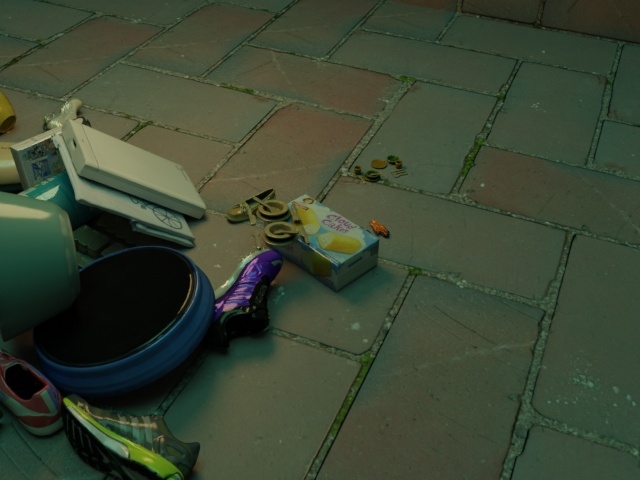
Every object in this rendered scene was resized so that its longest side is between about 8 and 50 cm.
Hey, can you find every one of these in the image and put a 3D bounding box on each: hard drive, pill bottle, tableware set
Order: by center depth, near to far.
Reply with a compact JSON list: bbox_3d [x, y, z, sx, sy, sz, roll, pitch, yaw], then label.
[{"bbox_3d":[-0.107,-0.051,1.807,0.128,0.039,0.194,-6,34,-11],"label":"tableware set"},{"bbox_3d":[-0.682,-0.077,1.885,0.146,0.146,0.264,26,44,27],"label":"pill bottle"},{"bbox_3d":[-0.483,-0.184,1.944,0.353,0.047,0.233,22,22,-41],"label":"hard drive"},{"bbox_3d":[0.172,-0.215,2.191,0.154,0.024,0.104,-14,41,-18],"label":"tableware set"}]

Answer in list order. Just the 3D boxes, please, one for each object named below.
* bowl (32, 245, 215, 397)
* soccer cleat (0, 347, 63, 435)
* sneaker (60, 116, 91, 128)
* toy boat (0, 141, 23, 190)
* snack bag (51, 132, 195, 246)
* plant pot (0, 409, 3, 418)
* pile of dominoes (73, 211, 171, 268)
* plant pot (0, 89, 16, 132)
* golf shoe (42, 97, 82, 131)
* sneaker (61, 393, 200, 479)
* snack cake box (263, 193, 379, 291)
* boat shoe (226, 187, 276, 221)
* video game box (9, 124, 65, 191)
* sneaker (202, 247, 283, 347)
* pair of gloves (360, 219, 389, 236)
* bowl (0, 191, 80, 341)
[{"bbox_3d":[-0.420,0.155,1.588,0.391,0.077,0.391,-10,39,8],"label":"bowl"},{"bbox_3d":[-0.626,0.264,1.486,0.318,0.116,0.108,27,45,28],"label":"soccer cleat"},{"bbox_3d":[-0.685,-0.309,2.215,0.235,0.094,0.153,0,46,14],"label":"sneaker"},{"bbox_3d":[-0.875,-0.152,1.996,0.268,0.148,0.318,1,31,-9],"label":"toy boat"},{"bbox_3d":[-0.502,-0.125,1.893,0.342,0.037,0.323,21,23,-43],"label":"snack bag"},{"bbox_3d":[-0.649,0.360,1.406,0.083,0.083,0.079,-2,52,-5],"label":"plant pot"},{"bbox_3d":[-0.505,0.035,1.860,0.251,0.040,0.196,27,44,17],"label":"pile of dominoes"},{"bbox_3d":[-0.993,-0.386,2.290,0.095,0.134,0.134,38,46,3],"label":"plant pot"},{"bbox_3d":[-0.788,-0.381,2.343,0.086,0.069,0.176,30,46,2],"label":"golf shoe"},{"bbox_3d":[-0.357,0.369,1.390,0.300,0.111,0.121,28,38,17],"label":"sneaker"},{"bbox_3d":[0.000,0.000,1.864,0.264,0.089,0.152,33,49,33],"label":"snack cake box"},{"bbox_3d":[-0.186,-0.097,2.008,0.153,0.048,0.056,-22,44,-27],"label":"boat shoe"},{"bbox_3d":[-0.701,-0.188,1.978,0.048,0.205,0.187,23,42,34],"label":"video game box"},{"bbox_3d":[-0.158,0.140,1.680,0.146,0.102,0.293,27,53,28],"label":"sneaker"},{"bbox_3d":[0.135,-0.020,1.957,0.083,0.010,0.074,-24,47,-25],"label":"pair of gloves"},{"bbox_3d":[-0.589,0.040,1.529,0.163,0.311,0.311,-8,39,-23],"label":"bowl"}]
